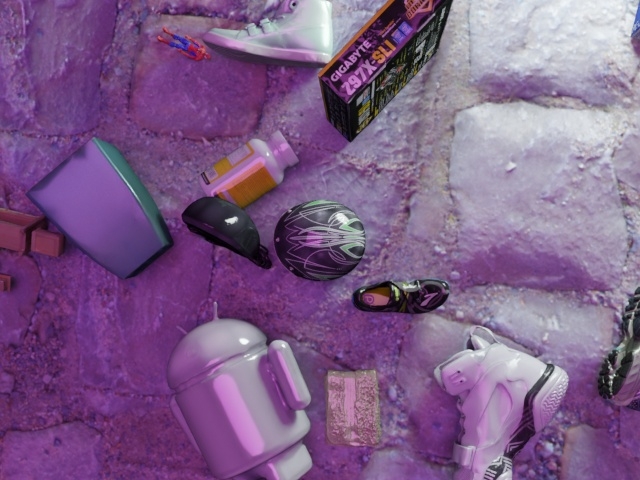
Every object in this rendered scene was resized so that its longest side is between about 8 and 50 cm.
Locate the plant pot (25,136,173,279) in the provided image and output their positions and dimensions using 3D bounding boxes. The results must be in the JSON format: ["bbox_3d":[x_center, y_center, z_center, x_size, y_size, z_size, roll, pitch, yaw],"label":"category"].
[{"bbox_3d":[-0.402,-0.048,1.506,0.165,0.166,0.234,-40,90,0],"label":"plant pot"}]

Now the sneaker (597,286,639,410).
[{"bbox_3d":[0.625,0.186,1.454,0.122,0.110,0.283,28,90,-12],"label":"sneaker"}]

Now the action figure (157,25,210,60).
[{"bbox_3d":[-0.274,-0.395,1.593,0.115,0.030,0.038,27,82,4],"label":"action figure"}]

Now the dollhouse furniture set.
[{"bbox_3d":[-0.588,0.032,1.562,0.182,0.101,0.160,13,111,5],"label":"dollhouse furniture set"}]

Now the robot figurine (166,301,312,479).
[{"bbox_3d":[-0.152,0.292,1.436,0.300,0.200,0.353,-30,84,25],"label":"robot figurine"}]

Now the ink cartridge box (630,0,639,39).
[{"bbox_3d":[0.636,-0.447,1.441,0.046,0.207,0.097,15,86,4],"label":"ink cartridge box"}]

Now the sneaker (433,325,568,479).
[{"bbox_3d":[0.274,0.339,1.438,0.210,0.137,0.365,35,83,7],"label":"sneaker"}]

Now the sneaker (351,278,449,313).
[{"bbox_3d":[0.153,0.109,1.491,0.188,0.078,0.067,-4,85,3],"label":"sneaker"}]

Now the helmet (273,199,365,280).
[{"bbox_3d":[0.000,0.000,1.469,0.169,0.161,0.169,0,85,4],"label":"helmet"}]

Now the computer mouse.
[{"bbox_3d":[-0.174,-0.029,1.431,0.189,0.272,0.072,27,83,7],"label":"computer mouse"}]

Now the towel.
[{"bbox_3d":[0.061,0.322,1.505,0.110,0.027,0.148,-1,85,3],"label":"towel"}]

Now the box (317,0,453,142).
[{"bbox_3d":[0.114,-0.321,1.410,0.257,0.322,0.079,-45,85,0],"label":"box"}]

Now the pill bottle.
[{"bbox_3d":[-0.137,-0.132,1.521,0.184,0.103,0.103,-34,84,1],"label":"pill bottle"}]

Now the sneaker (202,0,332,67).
[{"bbox_3d":[-0.100,-0.430,1.548,0.256,0.094,0.151,6,91,-5],"label":"sneaker"}]
